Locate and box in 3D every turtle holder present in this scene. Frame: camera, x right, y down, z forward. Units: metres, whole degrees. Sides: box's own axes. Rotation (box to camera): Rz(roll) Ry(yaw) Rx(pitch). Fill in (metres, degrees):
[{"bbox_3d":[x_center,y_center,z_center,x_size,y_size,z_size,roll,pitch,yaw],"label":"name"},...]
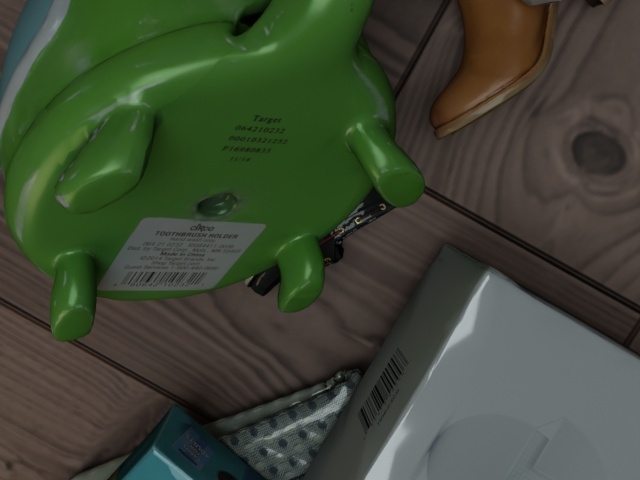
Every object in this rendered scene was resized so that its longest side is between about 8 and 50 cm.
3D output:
[{"bbox_3d":[-0.084,-0.103,0.553,0.243,0.320,0.228,-14,62,-9],"label":"turtle holder"}]

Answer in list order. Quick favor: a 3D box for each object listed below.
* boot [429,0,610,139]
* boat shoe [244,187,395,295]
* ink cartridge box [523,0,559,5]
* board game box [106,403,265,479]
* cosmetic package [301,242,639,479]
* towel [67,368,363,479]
[{"bbox_3d":[0.107,-0.181,0.633,0.152,0.073,0.197,44,90,-5],"label":"boot"},{"bbox_3d":[0.000,0.000,0.688,0.133,0.049,0.042,-39,87,7],"label":"boat shoe"},{"bbox_3d":[0.084,-0.241,0.548,0.207,0.046,0.097,32,90,-17],"label":"ink cartridge box"},{"bbox_3d":[-0.129,0.334,0.703,0.253,0.079,0.336,41,102,-6],"label":"board game box"},{"bbox_3d":[0.135,0.157,0.635,0.224,0.138,0.224,30,94,-7],"label":"cosmetic package"},{"bbox_3d":[-0.050,0.297,0.759,0.324,0.056,0.312,-25,101,8],"label":"towel"}]
